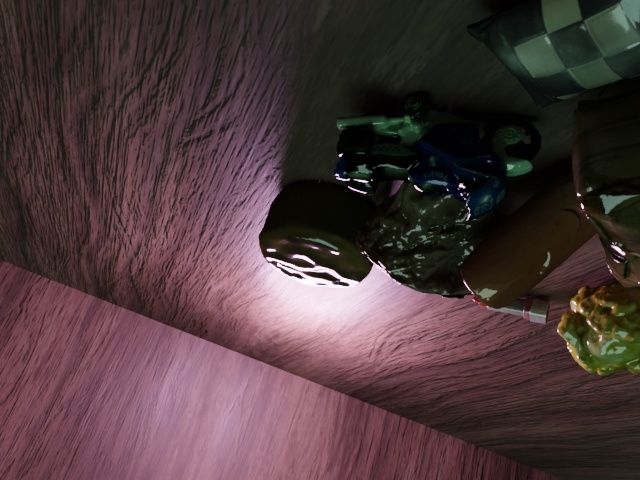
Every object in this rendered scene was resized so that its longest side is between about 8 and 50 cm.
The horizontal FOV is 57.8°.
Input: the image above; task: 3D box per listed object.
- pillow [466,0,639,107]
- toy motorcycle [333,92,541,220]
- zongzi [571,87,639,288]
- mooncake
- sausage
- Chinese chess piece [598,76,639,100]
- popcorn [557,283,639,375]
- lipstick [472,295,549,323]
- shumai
[{"bbox_3d":[0.335,-0.260,0.725,0.186,0.106,0.250,35,152,-30],"label":"pillow"},{"bbox_3d":[0.183,-0.133,0.951,0.331,0.196,0.125,7,151,18],"label":"toy motorcycle"},{"bbox_3d":[0.627,-0.088,0.781,0.500,0.218,0.467,-17,151,28],"label":"zongzi"},{"bbox_3d":[0.000,0.000,1.356,0.284,0.155,0.284,13,154,7],"label":"mooncake"},{"bbox_3d":[0.385,-0.010,1.010,0.304,0.121,0.121,-44,123,14],"label":"sausage"},{"bbox_3d":[0.450,-0.201,0.842,0.084,0.034,0.084,12,152,7],"label":"Chinese chess piece"},{"bbox_3d":[0.658,0.197,1.289,0.255,0.195,0.256,15,134,-5],"label":"popcorn"},{"bbox_3d":[0.483,0.163,1.479,0.186,0.057,0.063,10,152,26],"label":"lipstick"},{"bbox_3d":[0.247,-0.055,1.154,0.346,0.217,0.283,3,119,2],"label":"shumai"}]
